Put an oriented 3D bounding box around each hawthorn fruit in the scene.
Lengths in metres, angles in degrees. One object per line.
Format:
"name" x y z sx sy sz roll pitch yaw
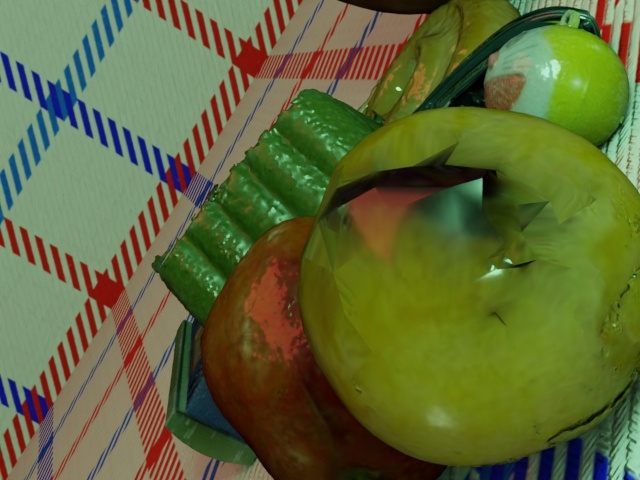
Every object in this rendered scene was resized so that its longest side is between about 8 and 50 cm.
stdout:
"hawthorn fruit" 0.026 0.106 0.996 0.224 0.224 0.261 -51 37 28

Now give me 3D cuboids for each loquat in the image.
"loquat" 0.101 0.027 0.816 0.235 0.235 0.235 -53 14 20

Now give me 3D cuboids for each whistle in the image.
"whistle" 0.179 -0.087 1.055 0.123 0.123 0.223 164 122 -70

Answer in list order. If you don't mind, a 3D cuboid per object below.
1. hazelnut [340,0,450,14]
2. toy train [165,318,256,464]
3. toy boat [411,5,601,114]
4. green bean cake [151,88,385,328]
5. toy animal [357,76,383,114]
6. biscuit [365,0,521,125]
"hazelnut" 0.121 -0.427 1.551 0.366 0.366 0.366 -53 14 20
"toy train" -0.087 0.115 1.525 0.202 0.131 0.299 -62 11 16
"toy boat" 0.178 -0.145 1.205 0.246 0.093 0.103 -39 16 53
"green bean cake" 0.000 0.000 1.234 0.247 0.156 0.250 -50 -20 8
"toy animal" 0.045 -0.126 1.711 0.099 0.057 0.241 -42 22 51
"biscuit" 0.127 -0.181 1.473 0.274 0.091 0.213 -48 19 44
